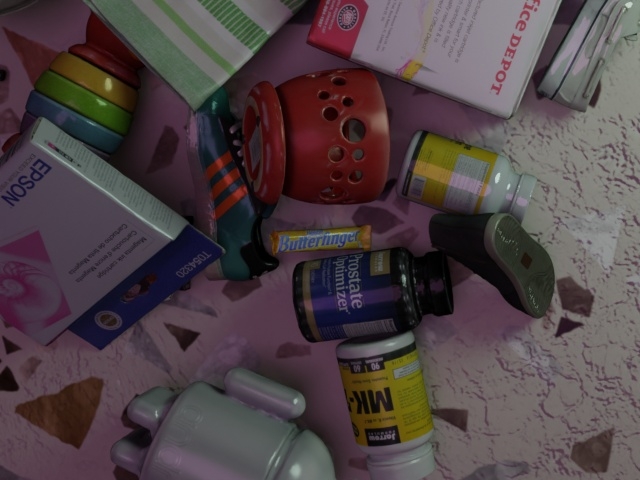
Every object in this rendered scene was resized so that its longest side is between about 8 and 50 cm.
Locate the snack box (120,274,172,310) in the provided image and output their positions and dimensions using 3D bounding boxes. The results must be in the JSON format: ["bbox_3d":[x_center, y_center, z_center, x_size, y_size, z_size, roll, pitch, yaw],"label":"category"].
[{"bbox_3d":[-0.319,0.083,1.605,0.178,0.022,0.064,-17,116,22],"label":"snack box"}]

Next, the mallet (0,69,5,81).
[{"bbox_3d":[-0.592,-0.294,1.638,0.189,0.039,0.062,8,96,6],"label":"mallet"}]

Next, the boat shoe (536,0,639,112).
[{"bbox_3d":[0.397,-0.301,1.400,0.088,0.096,0.268,29,102,3],"label":"boat shoe"}]

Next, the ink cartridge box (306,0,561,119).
[{"bbox_3d":[0.164,-0.321,1.426,0.306,0.131,0.226,23,100,7],"label":"ink cartridge box"}]

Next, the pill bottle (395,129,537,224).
[{"bbox_3d":[0.206,-0.083,1.458,0.184,0.103,0.103,19,100,9],"label":"pill bottle"}]

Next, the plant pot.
[{"bbox_3d":[-0.013,-0.142,1.427,0.174,0.191,0.191,-3,97,-15],"label":"plant pot"}]

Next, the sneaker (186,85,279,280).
[{"bbox_3d":[-0.122,-0.089,1.530,0.121,0.108,0.302,-3,104,11],"label":"sneaker"}]

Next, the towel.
[{"bbox_3d":[-0.152,-0.380,1.472,0.248,0.038,0.325,44,81,6],"label":"towel"}]

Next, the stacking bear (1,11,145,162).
[{"bbox_3d":[-0.336,-0.225,1.532,0.164,0.175,0.289,29,91,45],"label":"stacking bear"}]

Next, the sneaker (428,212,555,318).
[{"bbox_3d":[0.246,0.027,1.454,0.118,0.222,0.083,11,61,42],"label":"sneaker"}]

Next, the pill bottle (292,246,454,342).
[{"bbox_3d":[0.078,0.076,1.493,0.219,0.123,0.123,-9,94,12],"label":"pill bottle"}]

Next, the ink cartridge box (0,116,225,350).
[{"bbox_3d":[-0.364,0.023,1.486,0.330,0.071,0.324,38,124,-23],"label":"ink cartridge box"}]

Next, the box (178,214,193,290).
[{"bbox_3d":[-0.281,0.014,1.609,0.162,0.029,0.116,5,97,12],"label":"box"}]

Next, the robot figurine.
[{"bbox_3d":[-0.128,0.341,1.526,0.353,0.200,0.300,23,101,8],"label":"robot figurine"}]

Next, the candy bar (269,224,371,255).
[{"bbox_3d":[0.000,0.000,1.522,0.161,0.018,0.040,-3,99,-20],"label":"candy bar"}]

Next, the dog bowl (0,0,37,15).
[{"bbox_3d":[-0.518,-0.494,1.492,0.348,0.102,0.349,-3,98,-20],"label":"dog bowl"}]

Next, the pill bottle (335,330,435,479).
[{"bbox_3d":[0.100,0.243,1.510,0.119,0.119,0.209,-12,94,13],"label":"pill bottle"}]
